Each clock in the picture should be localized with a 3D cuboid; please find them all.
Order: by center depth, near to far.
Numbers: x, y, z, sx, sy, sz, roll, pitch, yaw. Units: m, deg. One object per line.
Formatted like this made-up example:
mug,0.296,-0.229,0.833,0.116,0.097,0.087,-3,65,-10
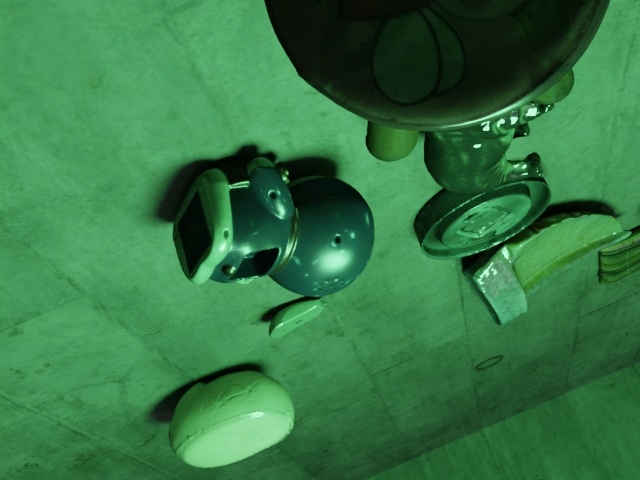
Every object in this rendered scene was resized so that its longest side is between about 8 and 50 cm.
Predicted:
clock,-0.051,-0.007,1.202,0.243,0.146,0.199,3,141,-31
clock,0.245,-0.043,1.493,0.215,0.042,0.215,-19,156,-9

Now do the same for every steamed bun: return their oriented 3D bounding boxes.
steamed bun,-0.163,0.310,1.750,0.228,0.131,0.177,-26,145,10

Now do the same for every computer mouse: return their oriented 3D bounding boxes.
computer mouse,-0.040,0.118,1.590,0.110,0.032,0.056,-28,158,-15

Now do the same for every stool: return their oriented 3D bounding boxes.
stool,0.096,-0.203,0.808,0.272,0.272,0.178,-25,168,4

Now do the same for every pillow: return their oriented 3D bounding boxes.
pillow,0.609,0.032,1.962,0.113,0.038,0.203,-25,155,5

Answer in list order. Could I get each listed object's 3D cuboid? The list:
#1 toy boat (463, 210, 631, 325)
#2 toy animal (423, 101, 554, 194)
toy boat,0.369,0.030,1.698,0.293,0.111,0.276,-44,150,14
toy animal,0.167,-0.166,1.109,0.168,0.106,0.343,-21,150,13
